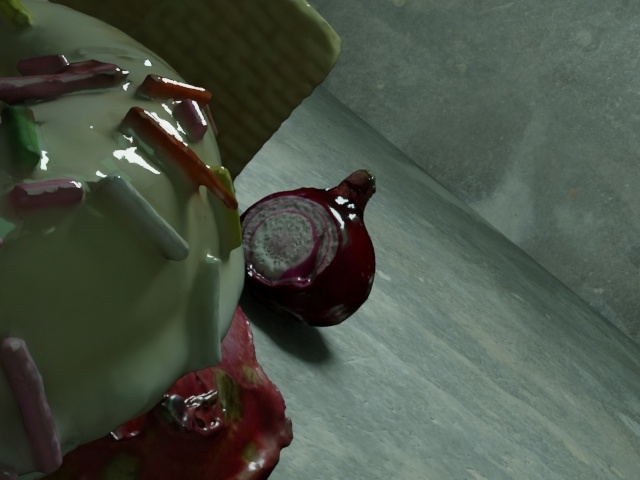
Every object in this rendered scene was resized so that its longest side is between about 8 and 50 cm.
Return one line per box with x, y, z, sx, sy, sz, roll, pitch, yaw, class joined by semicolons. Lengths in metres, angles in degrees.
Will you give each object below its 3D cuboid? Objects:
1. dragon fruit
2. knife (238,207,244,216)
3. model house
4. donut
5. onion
-0.080;0.117;0.509;0.126;0.161;0.274;36;12;8;dragon fruit
-0.173;-0.066;1.119;0.265;0.040;0.073;44;27;27;knife
-0.234;-0.224;0.952;0.382;0.342;0.334;39;3;-31;model house
-0.220;-0.030;0.400;0.383;0.142;0.382;7;29;-4;donut
0.001;0.007;1.018;0.173;0.198;0.135;39;-16;21;onion
